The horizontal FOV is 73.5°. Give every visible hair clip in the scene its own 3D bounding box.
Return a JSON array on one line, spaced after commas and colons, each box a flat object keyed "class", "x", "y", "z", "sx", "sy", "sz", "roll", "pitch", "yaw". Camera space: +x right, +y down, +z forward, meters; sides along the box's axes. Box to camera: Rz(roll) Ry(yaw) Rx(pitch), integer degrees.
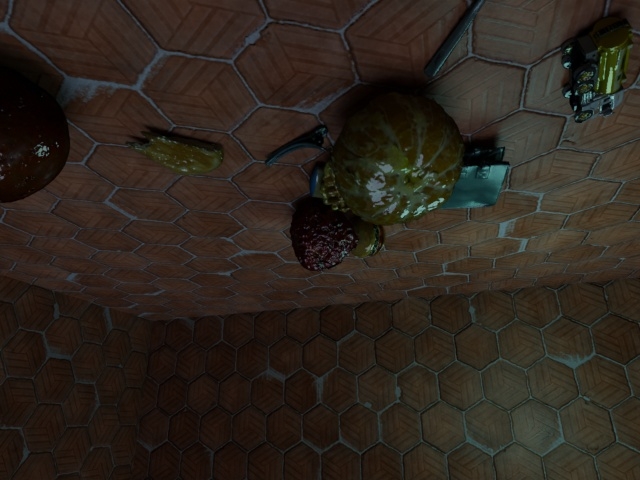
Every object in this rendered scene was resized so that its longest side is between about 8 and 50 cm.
[{"class": "hair clip", "x": -0.072, "y": -0.256, "z": 1.209, "sx": 0.229, "sy": 0.070, "sz": 0.039, "roll": -11, "pitch": 160, "yaw": 41}]

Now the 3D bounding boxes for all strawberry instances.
[{"class": "strawberry", "x": 0.000, "y": 0.000, "z": 1.557, "sx": 0.273, "sy": 0.221, "sz": 0.274, "roll": 18, "pitch": 154, "yaw": 9}]

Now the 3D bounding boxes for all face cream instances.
[{"class": "face cream", "x": 0.096, "y": -0.170, "z": 1.389, "sx": 0.284, "sy": 0.067, "sz": 0.139, "roll": 7, "pitch": 151, "yaw": -20}]

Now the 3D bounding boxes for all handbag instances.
[{"class": "handbag", "x": 0.419, "y": -0.193, "z": 1.317, "sx": 0.268, "sy": 0.100, "sz": 0.274, "roll": -3, "pitch": 157, "yaw": 16}]

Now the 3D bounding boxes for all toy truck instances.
[{"class": "toy truck", "x": 0.591, "y": -0.356, "z": 0.916, "sx": 0.114, "sy": 0.098, "sz": 0.227, "roll": -18, "pitch": 151, "yaw": 23}]

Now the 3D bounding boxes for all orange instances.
[{"class": "orange", "x": 0.186, "y": -0.196, "z": 1.054, "sx": 0.328, "sy": 0.249, "sz": 0.330, "roll": -11, "pitch": 131, "yaw": -13}]

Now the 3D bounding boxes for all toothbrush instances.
[{"class": "toothbrush", "x": 0.282, "y": -0.423, "z": 0.836, "sx": 0.030, "sy": 0.031, "sz": 0.297, "roll": 29, "pitch": 154, "yaw": -4}]

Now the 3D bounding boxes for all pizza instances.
[{"class": "pizza", "x": -0.414, "y": -0.249, "z": 1.223, "sx": 0.261, "sy": 0.034, "sz": 0.181, "roll": 13, "pitch": 153, "yaw": -31}]

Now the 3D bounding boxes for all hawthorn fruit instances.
[{"class": "hawthorn fruit", "x": -0.719, "y": -0.228, "z": 0.959, "sx": 0.315, "sy": 0.316, "sz": 0.316, "roll": -1, "pitch": 158, "yaw": 0}]

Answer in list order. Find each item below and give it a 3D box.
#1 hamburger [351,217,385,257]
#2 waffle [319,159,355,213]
[{"class": "hamburger", "x": 0.174, "y": -0.011, "z": 1.661, "sx": 0.115, "sy": 0.162, "sz": 0.162, "roll": 1, "pitch": 161, "yaw": -38}, {"class": "waffle", "x": 0.142, "y": -0.179, "z": 1.281, "sx": 0.281, "sy": 0.058, "sz": 0.301, "roll": -1, "pitch": 141, "yaw": -11}]
